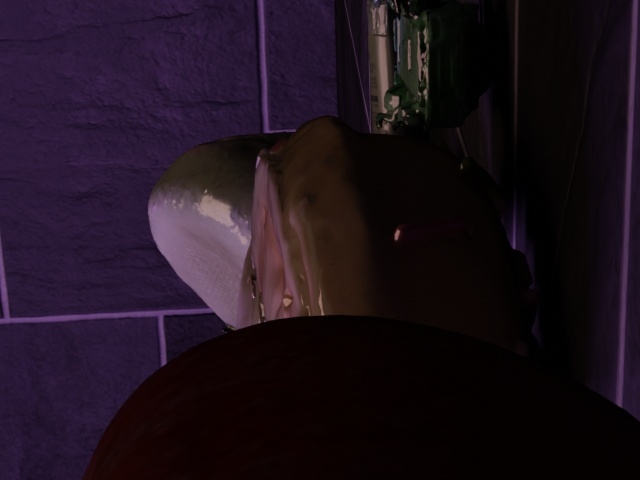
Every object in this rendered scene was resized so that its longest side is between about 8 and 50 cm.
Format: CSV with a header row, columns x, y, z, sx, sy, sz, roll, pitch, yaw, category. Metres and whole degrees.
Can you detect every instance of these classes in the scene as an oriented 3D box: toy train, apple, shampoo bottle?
x,y,z,sx,sy,sz,roll,pitch,yaw,category
0.078,-0.120,1.285,0.149,0.081,0.099,-129,37,-76,toy train
0.031,0.187,0.626,0.345,0.269,0.344,-163,90,-84,apple
0.071,-0.116,1.809,0.072,0.049,0.212,-82,-12,-79,shampoo bottle

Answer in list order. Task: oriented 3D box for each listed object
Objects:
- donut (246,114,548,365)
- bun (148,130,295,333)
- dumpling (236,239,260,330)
x,y,z,sx,sy,sz,roll,pitch,yaw,category
0.044,0.095,1.189,0.307,0.150,0.371,103,162,-67,donut
0.000,0.000,1.741,0.187,0.293,0.293,-50,-16,-20,bun
0.041,0.095,1.463,0.260,0.181,0.341,-30,43,59,dumpling
